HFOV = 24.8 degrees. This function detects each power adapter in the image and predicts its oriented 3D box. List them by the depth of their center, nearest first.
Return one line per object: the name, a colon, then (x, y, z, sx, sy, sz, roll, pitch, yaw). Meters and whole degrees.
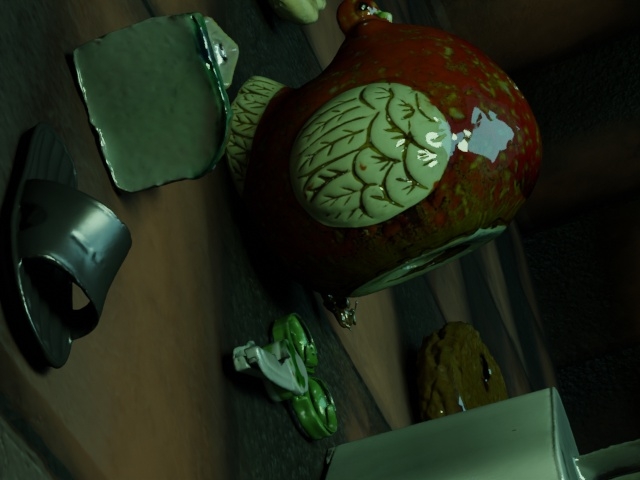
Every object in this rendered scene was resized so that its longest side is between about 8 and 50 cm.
power adapter: (0.137, 0.202, 1.101, 0.187, 0.255, 0.124, -66, 138, -73)

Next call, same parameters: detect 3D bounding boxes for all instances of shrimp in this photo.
shrimp: (-0.001, 0.001, 1.340, 0.124, 0.034, 0.178, 30, 37, -82)

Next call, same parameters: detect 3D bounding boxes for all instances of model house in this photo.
model house: (-0.091, -0.086, 0.920, 0.100, 0.088, 0.100, -27, 102, -77)

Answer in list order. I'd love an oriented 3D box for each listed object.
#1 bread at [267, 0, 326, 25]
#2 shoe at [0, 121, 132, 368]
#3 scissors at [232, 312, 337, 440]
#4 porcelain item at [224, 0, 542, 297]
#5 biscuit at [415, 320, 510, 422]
bread: (-0.071, -0.368, 1.539, 0.316, 0.054, 0.316, -19, 90, -78)
shoe: (-0.124, -0.009, 0.735, 0.159, 0.053, 0.062, -100, 169, -48)
scissors: (-0.028, 0.097, 1.066, 0.204, 0.027, 0.101, 31, 38, -75)
porcelain item: (0.046, -0.084, 1.179, 0.253, 0.253, 0.253, -19, 90, -78)
biscuit: (0.176, 0.232, 1.670, 0.296, 0.075, 0.296, -16, 90, -74)
